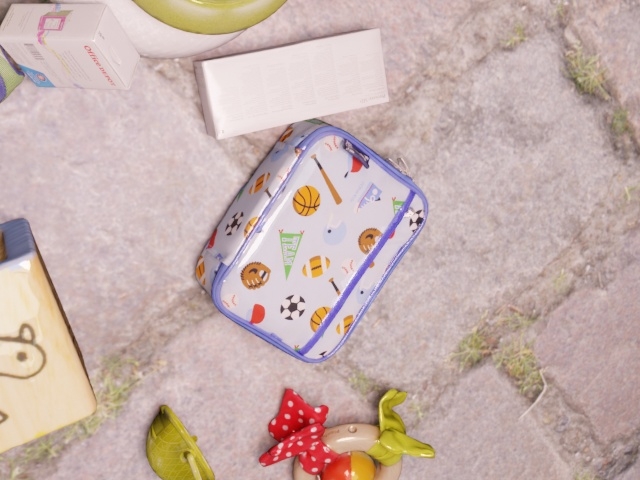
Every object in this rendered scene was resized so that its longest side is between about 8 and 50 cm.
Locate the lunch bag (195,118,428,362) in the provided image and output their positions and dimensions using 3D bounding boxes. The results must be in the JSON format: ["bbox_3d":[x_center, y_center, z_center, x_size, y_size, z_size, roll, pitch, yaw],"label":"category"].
[{"bbox_3d":[0.000,0.000,1.084,0.243,0.115,0.303,36,89,-28],"label":"lunch bag"}]

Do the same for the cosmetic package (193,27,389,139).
[{"bbox_3d":[-0.035,-0.204,1.043,0.239,0.060,0.098,-15,107,-18],"label":"cosmetic package"}]

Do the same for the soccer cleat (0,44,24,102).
[{"bbox_3d":[-0.425,-0.273,0.865,0.121,0.093,0.289,-42,114,-42],"label":"soccer cleat"}]

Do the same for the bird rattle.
[{"bbox_3d":[0.036,0.322,1.178,0.254,0.143,0.206,-7,122,-18],"label":"bird rattle"}]

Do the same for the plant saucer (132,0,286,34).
[{"bbox_3d":[-0.111,-0.336,0.836,0.241,0.037,0.240,-6,105,-22],"label":"plant saucer"}]

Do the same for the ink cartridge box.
[{"bbox_3d":[-0.275,-0.212,0.893,0.088,0.123,0.052,64,37,-60],"label":"ink cartridge box"}]

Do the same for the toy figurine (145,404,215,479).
[{"bbox_3d":[-0.195,0.429,1.078,0.217,0.191,0.362,-31,112,-7],"label":"toy figurine"}]

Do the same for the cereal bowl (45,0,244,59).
[{"bbox_3d":[-0.173,-0.372,0.901,0.339,0.141,0.338,-6,106,-22],"label":"cereal bowl"}]

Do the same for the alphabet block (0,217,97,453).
[{"bbox_3d":[-0.381,0.111,0.909,0.192,0.193,0.197,-21,111,-14],"label":"alphabet block"}]
